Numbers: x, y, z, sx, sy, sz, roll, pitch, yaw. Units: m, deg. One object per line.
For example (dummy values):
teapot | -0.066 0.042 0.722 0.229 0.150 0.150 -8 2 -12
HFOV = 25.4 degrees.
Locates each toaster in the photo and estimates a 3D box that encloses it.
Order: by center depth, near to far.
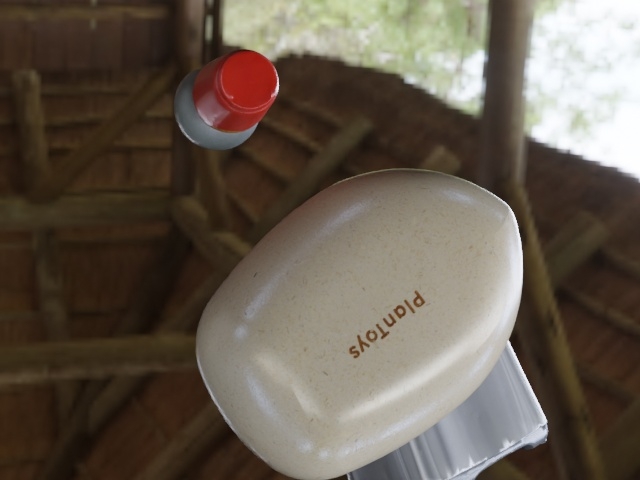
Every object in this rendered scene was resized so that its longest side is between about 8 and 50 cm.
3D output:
toaster | 0.092 0.148 1.267 0.227 0.146 0.129 -19 177 -44

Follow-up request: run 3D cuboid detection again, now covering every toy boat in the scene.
toy boat | 0.000 0.000 1.056 0.267 0.318 0.148 -33 -176 -16
